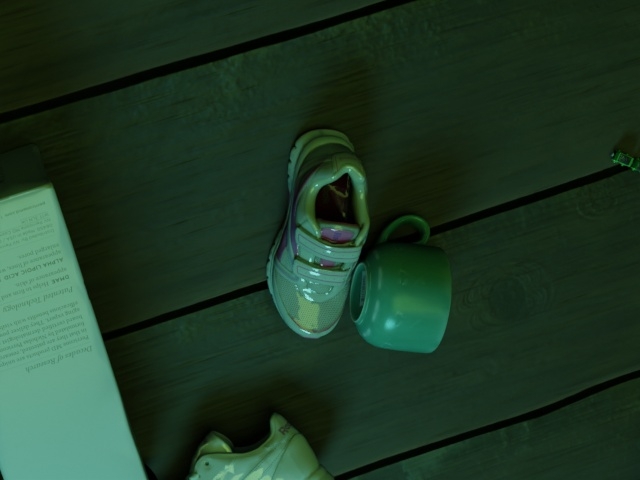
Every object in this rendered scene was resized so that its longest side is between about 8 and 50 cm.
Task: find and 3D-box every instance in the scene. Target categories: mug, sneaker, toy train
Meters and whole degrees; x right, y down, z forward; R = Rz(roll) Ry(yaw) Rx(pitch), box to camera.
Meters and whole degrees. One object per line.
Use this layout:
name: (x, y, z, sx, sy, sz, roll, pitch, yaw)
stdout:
mug: (0.089, 0.058, 1.827, 0.097, 0.158, 0.129, 6, 127, -14)
sneaker: (0.000, 0.000, 1.785, 0.102, 0.111, 0.252, 0, 104, -15)
toy train: (0.406, -0.094, 1.917, 0.083, 0.024, 0.017, 20, 98, -19)
sneaker: (-0.141, 0.325, 1.852, 0.305, 0.114, 0.152, -31, 91, -5)

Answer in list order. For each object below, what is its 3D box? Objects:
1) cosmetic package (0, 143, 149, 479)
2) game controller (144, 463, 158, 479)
cosmetic package: (-0.319, 0.113, 1.676, 0.156, 0.217, 0.385, -19, 110, -9)
game controller: (-0.243, 0.377, 1.721, 0.166, 0.319, 0.067, -16, 132, -8)
